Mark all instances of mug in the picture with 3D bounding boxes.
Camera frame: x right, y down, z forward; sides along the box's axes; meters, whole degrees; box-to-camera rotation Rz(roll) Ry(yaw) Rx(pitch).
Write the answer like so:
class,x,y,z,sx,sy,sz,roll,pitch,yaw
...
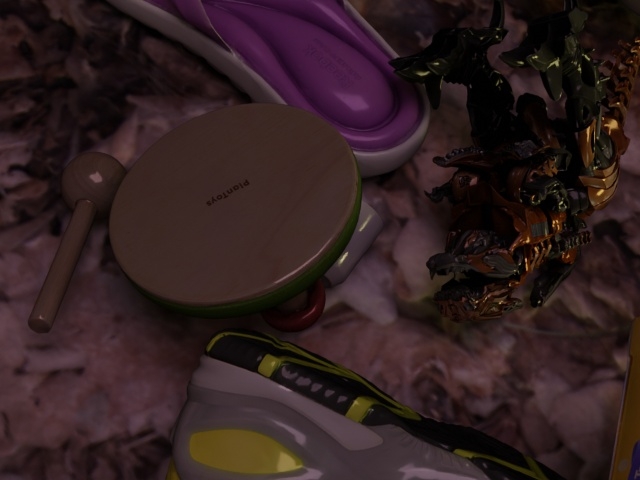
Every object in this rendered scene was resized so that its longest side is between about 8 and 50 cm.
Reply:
class,x,y,z,sx,sy,sz,roll,pitch,yaw
mug,0.004,0.002,0.869,0.062,0.078,0.064,40,66,-28

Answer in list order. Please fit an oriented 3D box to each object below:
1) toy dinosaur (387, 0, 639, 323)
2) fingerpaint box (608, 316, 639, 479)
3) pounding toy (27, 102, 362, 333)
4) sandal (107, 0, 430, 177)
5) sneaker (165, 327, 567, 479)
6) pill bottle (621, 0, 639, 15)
class,x,y,z,sx,sy,sz,roll,pitch,yaw
toy dinosaur,0.172,-0.076,0.901,0.218,0.164,0.322,62,33,-24
fingerpaint box,0.321,0.305,0.635,0.371,0.163,0.445,36,56,-25
pounding toy,-0.076,0.005,0.813,0.236,0.110,0.183,-9,50,10
sandal,-0.063,-0.227,0.937,0.416,0.102,0.169,40,61,9
sneaker,0.073,0.201,0.750,0.384,0.145,0.147,27,92,0
pill bottle,0.407,-0.301,1.017,0.392,0.224,0.224,9,62,-9
